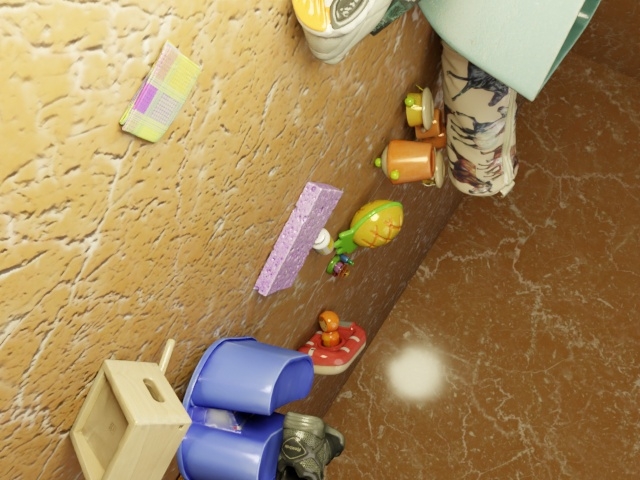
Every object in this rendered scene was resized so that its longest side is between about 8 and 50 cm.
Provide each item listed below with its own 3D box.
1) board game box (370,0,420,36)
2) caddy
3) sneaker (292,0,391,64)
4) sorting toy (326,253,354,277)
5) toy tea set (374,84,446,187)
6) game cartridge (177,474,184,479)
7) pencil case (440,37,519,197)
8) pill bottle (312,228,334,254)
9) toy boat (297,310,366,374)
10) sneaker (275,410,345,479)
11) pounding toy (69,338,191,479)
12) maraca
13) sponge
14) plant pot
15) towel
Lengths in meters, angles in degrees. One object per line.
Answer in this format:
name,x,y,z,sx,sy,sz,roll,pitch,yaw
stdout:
board game box,0.123,-0.333,0.676,0.126,0.026,0.186,-59,-164,-6
caddy,-0.137,0.298,0.983,0.341,0.179,0.242,35,63,-74
sneaker,0.060,-0.312,0.616,0.262,0.099,0.121,-51,174,-8
sorting toy,0.052,0.066,1.355,0.061,0.042,0.102,-58,164,-1
toy tea set,0.210,-0.215,1.254,0.336,0.124,0.200,5,86,-69
game cartridge,-0.301,0.609,1.298,0.324,0.052,0.285,-61,164,1
pencil case,0.350,-0.278,1.178,0.159,0.183,0.411,-30,139,-11
pill bottle,0.000,0.000,1.070,0.043,0.043,0.083,-57,164,-6
toy boat,0.027,0.268,1.538,0.231,0.150,0.151,-37,123,-54
sneaker,-0.020,0.380,0.959,0.227,0.087,0.131,61,41,-62
pounding toy,-0.218,0.205,0.660,0.100,0.141,0.130,18,105,-45
maraca,0.111,-0.028,1.273,0.185,0.099,0.127,-32,151,-2
sponge,-0.038,-0.003,0.973,0.210,0.031,0.117,-62,164,11
plant pot,0.270,-0.400,0.763,0.248,0.252,0.247,-49,163,-30
towel,-0.138,-0.127,0.481,0.083,0.009,0.060,-59,165,5
